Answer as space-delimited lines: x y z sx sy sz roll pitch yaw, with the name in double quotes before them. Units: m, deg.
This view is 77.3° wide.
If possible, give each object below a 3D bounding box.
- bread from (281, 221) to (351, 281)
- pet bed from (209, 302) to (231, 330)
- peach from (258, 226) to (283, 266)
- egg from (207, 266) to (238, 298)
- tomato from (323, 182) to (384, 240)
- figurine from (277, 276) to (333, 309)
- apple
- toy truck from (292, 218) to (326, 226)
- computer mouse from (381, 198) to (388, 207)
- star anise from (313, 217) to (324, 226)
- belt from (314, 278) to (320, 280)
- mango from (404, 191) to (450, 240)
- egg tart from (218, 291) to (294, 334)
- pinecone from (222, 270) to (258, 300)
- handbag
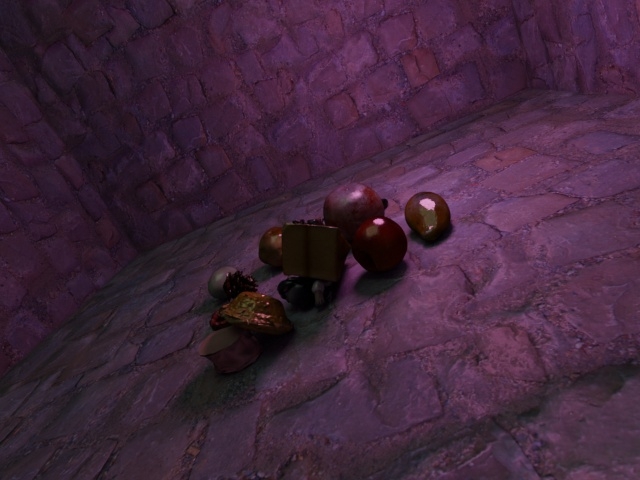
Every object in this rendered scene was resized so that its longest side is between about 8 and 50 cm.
"bread" 0.000 0.000 1.675 0.234 0.244 0.361 5 21 13
"pet bed" -0.406 0.334 1.808 0.202 0.053 0.201 -18 18 6
"peach" -0.236 0.038 2.136 0.236 0.214 0.214 -16 20 42
"egg" -0.495 0.218 2.064 0.150 0.149 0.192 -10 33 37
"tomato" 0.164 -0.142 2.031 0.317 0.282 0.316 -13 30 8
"figurine" -0.072 0.207 1.615 0.223 0.145 0.145 -10 25 34
"apple" 0.237 0.016 1.608 0.201 0.218 0.218 -41 25 -29
"toy truck" -0.046 -0.053 2.261 0.225 0.147 0.166 -3 7 41
"computer mouse" 0.331 -0.197 2.282 0.099 0.057 0.172 -13 11 35
"star anise" -0.016 -0.030 2.063 0.063 0.207 0.171 8 39 10
"belt" -0.003 0.154 1.743 0.148 0.082 0.163 -12 22 44
"mango" 0.470 -0.108 1.759 0.193 0.146 0.316 -23 29 17
"egg tart" -0.230 0.260 1.484 0.296 0.115 0.295 12 -1 0
"pinecone" -0.387 0.223 1.935 0.174 0.173 0.173 -22 20 8
"handbag" -0.327 0.394 1.463 0.205 0.116 0.179 -20 20 16
